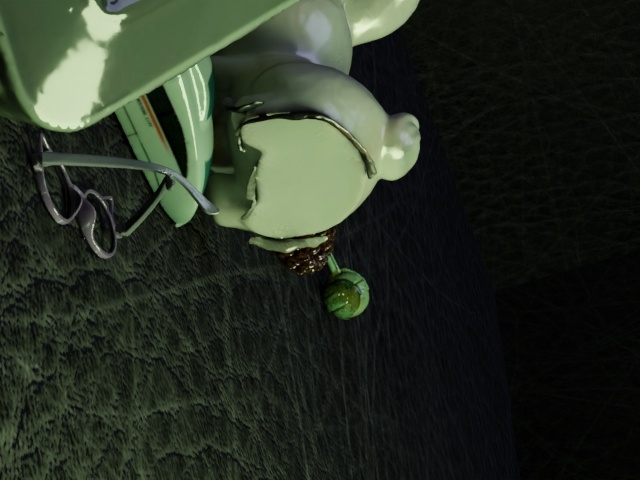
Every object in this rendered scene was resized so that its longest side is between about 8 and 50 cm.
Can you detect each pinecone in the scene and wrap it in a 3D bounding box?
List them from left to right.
[{"bbox_3d":[-0.018,-0.001,1.773,0.077,0.077,0.083,-89,170,-56],"label":"pinecone"}]

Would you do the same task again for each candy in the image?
[{"bbox_3d":[0.000,0.000,1.949,0.202,0.061,0.061,65,12,-4],"label":"candy"}]

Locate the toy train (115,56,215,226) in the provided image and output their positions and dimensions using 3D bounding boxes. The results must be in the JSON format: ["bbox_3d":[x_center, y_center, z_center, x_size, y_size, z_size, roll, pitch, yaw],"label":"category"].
[{"bbox_3d":[-0.154,-0.188,1.324,0.086,0.088,0.407,-91,162,-56],"label":"toy train"}]

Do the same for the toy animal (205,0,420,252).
[{"bbox_3d":[-0.022,-0.156,1.521,0.310,0.247,0.183,-90,157,-46],"label":"toy animal"}]

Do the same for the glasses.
[{"bbox_3d":[-0.133,-0.040,1.166,0.140,0.104,0.062,47,30,-60],"label":"glasses"}]

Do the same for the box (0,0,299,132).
[{"bbox_3d":[-0.119,-0.315,1.049,0.396,0.111,0.396,-38,125,-38],"label":"box"}]
